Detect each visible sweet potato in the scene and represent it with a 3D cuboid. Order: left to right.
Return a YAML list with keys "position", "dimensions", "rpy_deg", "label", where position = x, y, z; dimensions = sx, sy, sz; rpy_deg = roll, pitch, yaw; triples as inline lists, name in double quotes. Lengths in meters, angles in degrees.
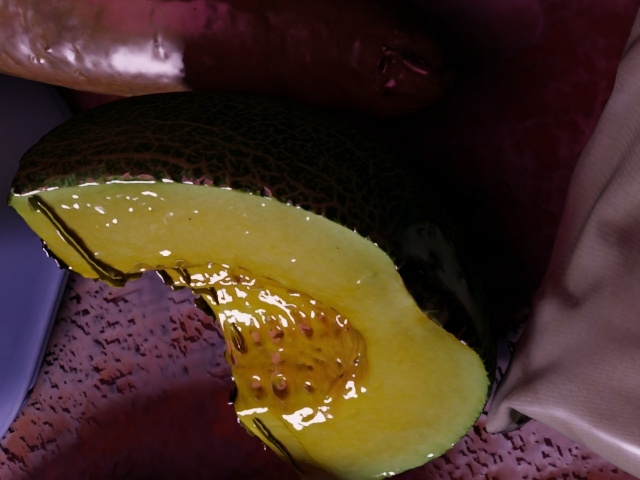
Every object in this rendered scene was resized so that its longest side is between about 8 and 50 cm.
- position: [-0.092, -0.130, 0.983]
  dimensions: [0.422, 0.130, 0.130]
  rpy_deg: [20, 107, 30]
  label: "sweet potato"

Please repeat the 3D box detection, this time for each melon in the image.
- position: [0.000, 0.000, 0.908]
  dimensions: [0.169, 0.265, 0.129]
  rpy_deg: [-11, 46, 34]
  label: "melon"

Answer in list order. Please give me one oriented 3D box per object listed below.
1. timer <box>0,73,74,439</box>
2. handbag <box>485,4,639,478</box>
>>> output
- position: [-0.344, 0.012, 1.163]
  dimensions: [0.395, 0.173, 0.395]
  rpy_deg: [5, 99, 35]
  label: "timer"
- position: [0.229, 0.033, 0.781]
  dimensions: [0.316, 0.109, 0.253]
  rpy_deg: [28, 108, 37]
  label: "handbag"
